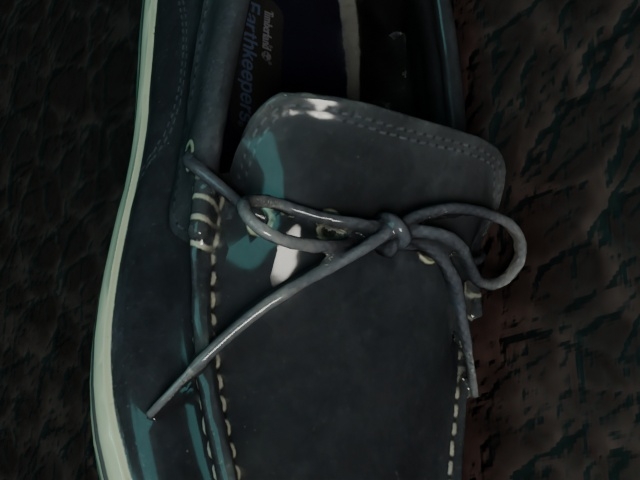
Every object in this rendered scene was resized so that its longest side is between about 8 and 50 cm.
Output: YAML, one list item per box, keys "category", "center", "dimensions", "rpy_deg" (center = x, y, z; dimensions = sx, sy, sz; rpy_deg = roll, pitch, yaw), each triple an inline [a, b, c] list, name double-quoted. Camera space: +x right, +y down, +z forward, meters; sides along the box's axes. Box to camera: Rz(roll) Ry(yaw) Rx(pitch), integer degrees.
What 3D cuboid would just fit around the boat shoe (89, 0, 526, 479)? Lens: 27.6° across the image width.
- category: "boat shoe"
  center: [0.000, 0.000, 0.635]
  dimensions: [0.156, 0.187, 0.500]
  rpy_deg: [-34, 49, 44]
